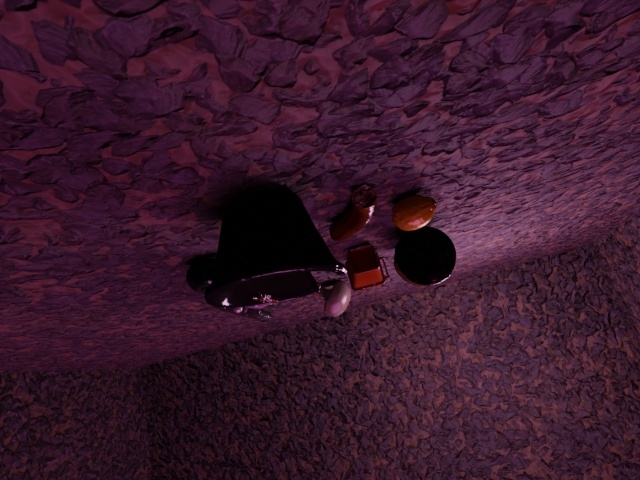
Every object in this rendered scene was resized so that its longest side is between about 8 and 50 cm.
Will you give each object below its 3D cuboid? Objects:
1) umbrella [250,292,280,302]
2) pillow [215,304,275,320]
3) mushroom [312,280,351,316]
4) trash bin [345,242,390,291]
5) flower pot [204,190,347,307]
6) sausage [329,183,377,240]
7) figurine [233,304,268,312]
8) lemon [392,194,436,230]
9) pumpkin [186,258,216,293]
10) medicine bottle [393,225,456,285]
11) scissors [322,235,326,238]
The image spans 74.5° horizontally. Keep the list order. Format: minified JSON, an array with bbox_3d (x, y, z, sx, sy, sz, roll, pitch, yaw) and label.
[{"bbox_3d":[-0.144,0.151,1.097,0.027,0.025,0.165,-35,162,6],"label":"umbrella"},{"bbox_3d":[-0.340,0.295,1.890,0.228,0.101,0.326,12,170,8],"label":"pillow"},{"bbox_3d":[0.071,0.323,2.355,0.209,0.206,0.206,0,172,33],"label":"mushroom"},{"bbox_3d":[0.208,0.113,1.850,0.185,0.161,0.238,-15,159,0],"label":"trash bin"},{"bbox_3d":[-0.145,0.022,1.139,0.380,0.251,0.379,-12,165,-3],"label":"flower pot"},{"bbox_3d":[0.107,-0.078,1.318,0.103,0.076,0.302,-1,158,-14],"label":"sausage"},{"bbox_3d":[-0.295,0.193,1.669,0.276,0.200,0.133,7,161,38],"label":"figurine"},{"bbox_3d":[0.303,-0.093,1.365,0.155,0.114,0.114,-23,160,21],"label":"lemon"},{"bbox_3d":[-0.386,0.127,1.482,0.167,0.125,0.167,-3,177,0],"label":"pumpkin"},{"bbox_3d":[0.424,0.071,1.797,0.243,0.242,0.395,-15,177,3],"label":"medicine bottle"},{"bbox_3d":[0.000,0.000,1.584,0.036,0.006,0.083,-1,158,-30],"label":"scissors"}]
